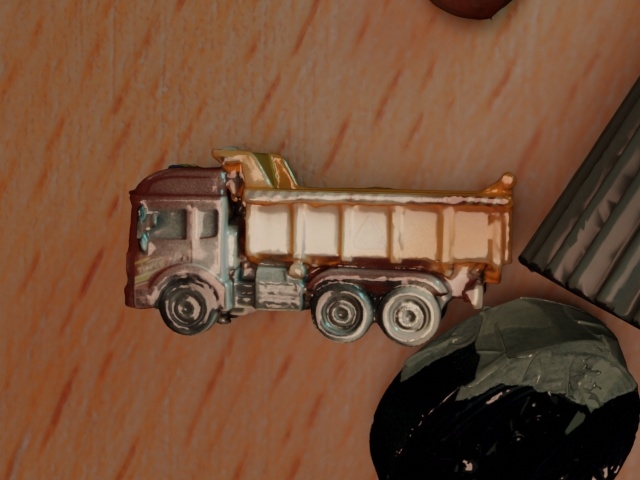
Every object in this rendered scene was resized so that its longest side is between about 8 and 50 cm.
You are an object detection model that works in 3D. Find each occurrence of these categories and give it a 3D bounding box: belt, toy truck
[{"bbox_3d":[0.122,0.127,0.659,0.151,0.078,0.198,40,104,-21],"label":"belt"},{"bbox_3d":[0.000,0.000,0.686,0.271,0.114,0.135,1,93,11],"label":"toy truck"}]

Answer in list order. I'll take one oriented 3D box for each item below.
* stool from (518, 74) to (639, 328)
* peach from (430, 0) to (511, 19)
[{"bbox_3d":[0.316,-0.061,0.529,0.297,0.297,0.330,28,95,10],"label":"stool"},{"bbox_3d":[0.105,-0.194,0.668,0.083,0.083,0.083,1,93,12],"label":"peach"}]
